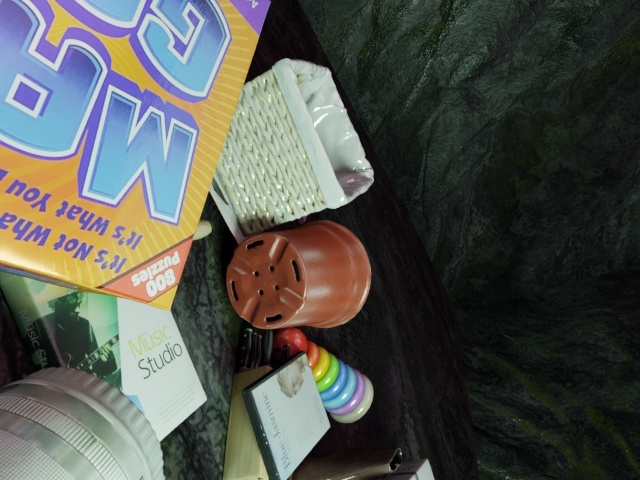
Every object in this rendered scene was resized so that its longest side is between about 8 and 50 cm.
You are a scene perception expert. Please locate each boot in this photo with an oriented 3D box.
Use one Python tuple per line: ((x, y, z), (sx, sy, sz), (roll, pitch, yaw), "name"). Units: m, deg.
((0.056, 0.509, 1.087), (0.248, 0.207, 0.090), (14, 58, -64), "boot")

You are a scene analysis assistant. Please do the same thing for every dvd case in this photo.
((-0.060, 0.339, 0.979), (0.253, 0.022, 0.180), (-11, 82, -68), "dvd case")

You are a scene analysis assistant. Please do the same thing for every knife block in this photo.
((-0.129, 0.311, 0.993), (0.242, 0.088, 0.276), (68, 22, -1), "knife block")

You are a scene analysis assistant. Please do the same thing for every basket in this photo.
((-0.069, -0.217, 1.179), (0.331, 0.266, 0.328), (66, 22, -7), "basket")

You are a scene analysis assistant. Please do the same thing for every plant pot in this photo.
((-0.057, 0.083, 1.125), (0.265, 0.272, 0.272), (2, 69, -64), "plant pot")

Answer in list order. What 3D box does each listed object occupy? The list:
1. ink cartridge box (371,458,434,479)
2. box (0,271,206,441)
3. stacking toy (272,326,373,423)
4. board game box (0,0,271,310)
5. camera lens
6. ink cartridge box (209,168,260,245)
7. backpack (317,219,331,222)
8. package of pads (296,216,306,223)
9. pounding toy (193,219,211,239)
((0.130, 0.624, 1.137), (0.307, 0.223, 0.129), (17, 55, -63), "ink cartridge box")
((-0.311, 0.157, 0.744), (0.322, 0.058, 0.232), (67, 22, -3), "box")
((-0.008, 0.326, 1.235), (0.330, 0.141, 0.141), (47, 30, -30), "stacking toy")
((-0.327, -0.172, 0.448), (0.356, 0.356, 0.356), (35, 66, -55), "board game box")
((-0.303, 0.275, 0.443), (0.219, 0.219, 0.274), (64, 22, -13), "camera lens")
((-0.229, -0.141, 1.181), (0.296, 0.066, 0.261), (64, 23, -13), "ink cartridge box")
((0.000, 0.000, 1.494), (0.182, 0.152, 0.115), (11, 69, -78), "backpack")
((-0.074, -0.098, 1.549), (0.083, 0.032, 0.050), (57, 22, -27), "package of pads")
((-0.330, -0.103, 0.914), (0.154, 0.155, 0.269), (-26, 86, -40), "pounding toy")
